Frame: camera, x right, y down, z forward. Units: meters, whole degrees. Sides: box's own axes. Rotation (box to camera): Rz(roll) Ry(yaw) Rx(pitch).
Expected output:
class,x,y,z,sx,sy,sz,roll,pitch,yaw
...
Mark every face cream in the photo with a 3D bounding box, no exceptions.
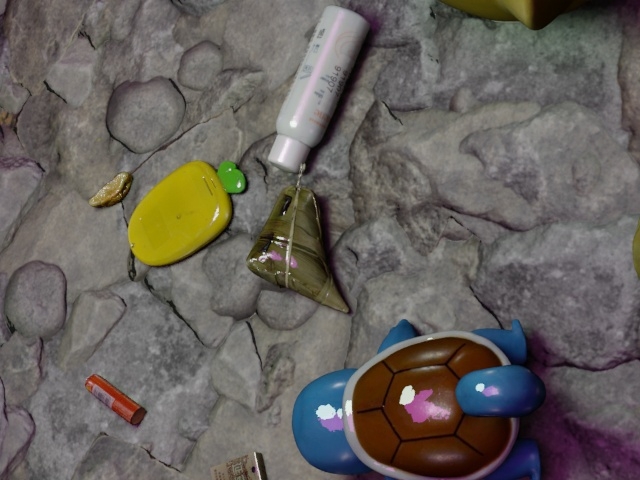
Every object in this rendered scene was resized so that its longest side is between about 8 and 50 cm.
class,x,y,z,sx,sy,sz,roll,pitch,yaw
face cream,-0.007,-0.234,1.854,0.082,0.082,0.269,21,87,30

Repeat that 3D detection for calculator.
class,x,y,z,sx,sy,sz,roll,pitch,yaw
calculator,-0.223,-0.050,1.943,0.235,0.032,0.146,-37,63,16

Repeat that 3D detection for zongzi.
class,x,y,z,sx,sy,sz,roll,pitch,yaw
zongzi,0.000,0.000,1.806,0.178,0.081,0.189,24,73,9

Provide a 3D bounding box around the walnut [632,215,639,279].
class,x,y,z,sx,sy,sz,roll,pitch,yaw
walnut,0.523,0.047,1.397,0.277,0.282,0.253,-15,30,19

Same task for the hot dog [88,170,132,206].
class,x,y,z,sx,sy,sz,roll,pitch,yaw
hot dog,-0.356,-0.080,2.023,0.090,0.030,0.034,-39,71,13

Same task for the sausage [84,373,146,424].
class,x,y,z,sx,sy,sz,roll,pitch,yaw
sausage,-0.340,0.255,1.920,0.129,0.034,0.034,29,91,31

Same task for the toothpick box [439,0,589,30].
class,x,y,z,sx,sy,sz,roll,pitch,yaw
toothpick box,0.257,-0.504,1.612,0.409,0.409,0.425,-49,58,8

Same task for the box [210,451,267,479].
class,x,y,z,sx,sy,sz,roll,pitch,yaw
box,-0.123,0.358,1.784,0.083,0.024,0.053,-24,66,22

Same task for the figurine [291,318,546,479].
class,x,y,z,sx,sy,sz,roll,pitch,yaw
figurine,0.162,0.238,1.583,0.416,0.243,0.297,-18,77,44
